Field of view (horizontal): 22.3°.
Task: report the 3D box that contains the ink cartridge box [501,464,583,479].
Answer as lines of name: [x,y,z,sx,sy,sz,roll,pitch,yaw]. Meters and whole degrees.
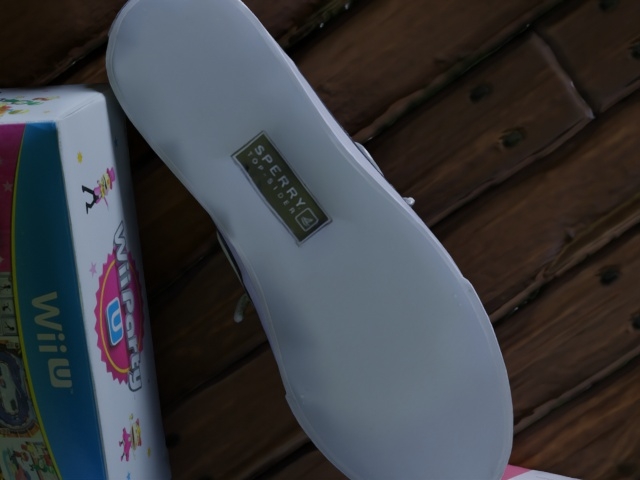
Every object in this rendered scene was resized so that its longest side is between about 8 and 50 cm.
ink cartridge box: [0.104,0.196,0.825,0.159,0.218,0.092,12,103,2]

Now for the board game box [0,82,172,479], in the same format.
board game box: [-0.245,0.041,0.852,0.303,0.097,0.224,-3,105,13]

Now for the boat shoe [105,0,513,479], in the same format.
boat shoe: [-0.004,0.002,0.846,0.113,0.105,0.306,-39,89,6]
